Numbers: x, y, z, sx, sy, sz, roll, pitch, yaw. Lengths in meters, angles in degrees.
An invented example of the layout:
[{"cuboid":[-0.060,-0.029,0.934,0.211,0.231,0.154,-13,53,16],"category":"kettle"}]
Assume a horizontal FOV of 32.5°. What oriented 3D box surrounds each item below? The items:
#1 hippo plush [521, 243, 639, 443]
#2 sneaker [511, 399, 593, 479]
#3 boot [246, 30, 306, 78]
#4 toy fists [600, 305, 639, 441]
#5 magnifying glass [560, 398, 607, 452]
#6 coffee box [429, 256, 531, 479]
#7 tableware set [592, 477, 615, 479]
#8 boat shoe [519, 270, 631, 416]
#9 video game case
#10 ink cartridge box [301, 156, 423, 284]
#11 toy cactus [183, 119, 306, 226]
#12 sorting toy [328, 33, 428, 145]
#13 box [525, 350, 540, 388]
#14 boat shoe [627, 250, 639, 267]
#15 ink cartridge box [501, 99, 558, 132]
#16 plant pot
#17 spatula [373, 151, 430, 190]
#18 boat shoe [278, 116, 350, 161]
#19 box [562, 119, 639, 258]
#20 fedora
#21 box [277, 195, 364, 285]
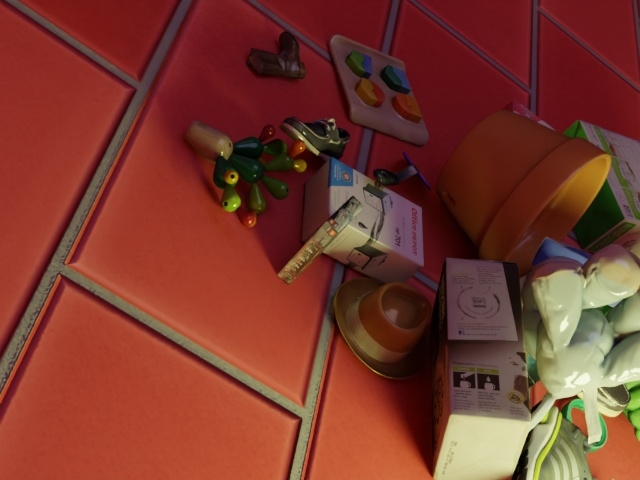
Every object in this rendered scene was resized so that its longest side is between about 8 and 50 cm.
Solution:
[{"cuboid":[0.413,0.141,1.707,0.234,0.294,0.236,5,6,-1],"category":"hippo plush"},{"cuboid":[0.342,0.363,1.637,0.121,0.111,0.300,31,43,2],"category":"sneaker"},{"cuboid":[-0.087,-0.330,1.926,0.114,0.037,0.106,-1,56,-39],"category":"boot"},{"cuboid":[0.556,0.239,1.968,0.142,0.096,0.279,49,22,-56],"category":"toy fists"},{"cuboid":[0.414,0.332,1.826,0.231,0.026,0.092,-25,76,-49],"category":"magnifying glass"},{"cuboid":[0.232,0.189,1.635,0.118,0.168,0.297,5,47,-1],"category":"coffee box"},{"cuboid":[0.417,0.426,1.733,0.194,0.039,0.128,8,52,-40],"category":"tableware set"},{"cuboid":[0.442,0.167,1.870,0.103,0.092,0.285,-21,75,-51],"category":"boat shoe"},{"cuboid":[0.539,0.086,1.982,0.269,0.061,0.244,30,9,25],"category":"video game case"},{"cuboid":[0.069,-0.026,1.766,0.190,0.082,0.140,27,41,-23],"category":"ink cartridge box"},{"cuboid":[-0.122,-0.122,1.664,0.180,0.112,0.219,34,47,-1],"category":"toy cactus"},{"cuboid":[0.114,-0.289,2.078,0.193,0.038,0.208,16,48,-35],"category":"sorting toy"},{"cuboid":[0.361,0.156,1.916,0.233,0.044,0.159,-23,75,-51],"category":"box"},{"cuboid":[0.608,0.141,2.120,0.089,0.104,0.285,11,51,-41],"category":"boat shoe"},{"cuboid":[0.414,-0.155,2.207,0.158,0.092,0.218,34,37,-17],"category":"ink cartridge box"},{"cuboid":[0.346,-0.097,1.958,0.203,0.291,0.291,42,34,20],"category":"plant pot"},{"cuboid":[0.138,-0.112,1.879,0.084,0.030,0.296,53,20,7],"category":"spatula"},{"cuboid":[-0.005,-0.175,1.773,0.075,0.065,0.206,38,5,20],"category":"boat shoe"},{"cuboid":[0.627,-0.101,2.336,0.231,0.127,0.262,11,50,-39],"category":"box"},{"cuboid":[0.112,0.119,1.679,0.194,0.079,0.194,26,42,-26],"category":"fedora"},{"cuboid":[0.000,0.000,1.628,0.027,0.137,0.094,43,37,1],"category":"box"}]
